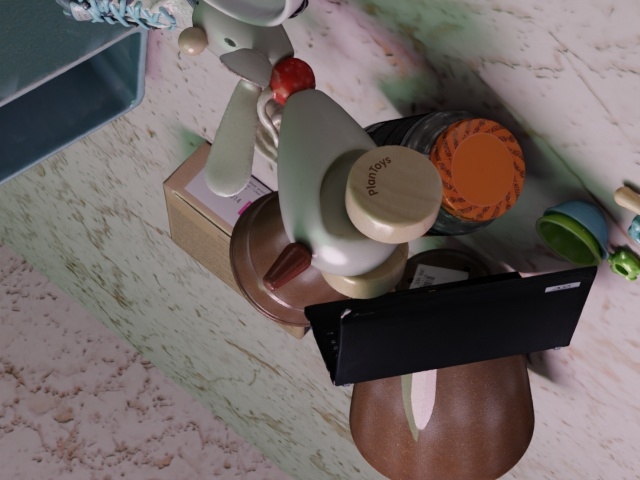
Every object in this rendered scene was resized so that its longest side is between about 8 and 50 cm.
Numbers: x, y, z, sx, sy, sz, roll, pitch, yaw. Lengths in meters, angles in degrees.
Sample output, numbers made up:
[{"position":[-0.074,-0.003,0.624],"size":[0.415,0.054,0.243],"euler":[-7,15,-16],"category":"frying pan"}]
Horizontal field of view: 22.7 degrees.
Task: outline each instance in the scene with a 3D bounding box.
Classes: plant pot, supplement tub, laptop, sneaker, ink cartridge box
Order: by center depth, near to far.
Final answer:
[{"position":[0.103,-0.061,1.488],"size":[0.117,0.117,0.190],"euler":[47,162,-17],"category":"supplement tub"},{"position":[0.114,0.050,1.526],"size":[0.264,0.234,0.136],"euler":[-114,17,-65],"category":"laptop"},{"position":[-0.204,-0.259,1.647],"size":[0.283,0.122,0.110],"euler":[36,162,17],"category":"sneaker"},{"position":[0.134,0.126,1.766],"size":[0.215,0.215,0.230],"euler":[31,145,29],"category":"plant pot"},{"position":[0.000,0.000,1.792],"size":[0.167,0.167,0.165],"euler":[43,155,-5],"category":"plant pot"},{"position":[-0.374,-0.244,1.859],"size":[0.252,0.247,0.248],"euler":[55,164,10],"category":"plant pot"},{"position":[-0.088,0.003,2.078],"size":[0.235,0.088,0.193],"euler":[38,160,12],"category":"ink cartridge box"}]

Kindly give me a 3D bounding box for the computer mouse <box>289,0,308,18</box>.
[{"position":[-0.084,-0.286,1.467],"size":[0.193,0.042,0.106],"euler":[40,163,3],"category":"computer mouse"}]

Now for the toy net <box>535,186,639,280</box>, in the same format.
[{"position":[0.288,0.006,1.381],"size":[0.122,0.045,0.232],"euler":[47,161,-17],"category":"toy net"}]

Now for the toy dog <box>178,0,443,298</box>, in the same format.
[{"position":[-0.040,-0.073,1.419],"size":[0.334,0.161,0.220],"euler":[43,149,39],"category":"toy dog"}]

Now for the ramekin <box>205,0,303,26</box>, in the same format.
[{"position":[-0.070,-0.289,1.323],"size":[0.207,0.109,0.207],"euler":[37,162,14],"category":"ramekin"}]
